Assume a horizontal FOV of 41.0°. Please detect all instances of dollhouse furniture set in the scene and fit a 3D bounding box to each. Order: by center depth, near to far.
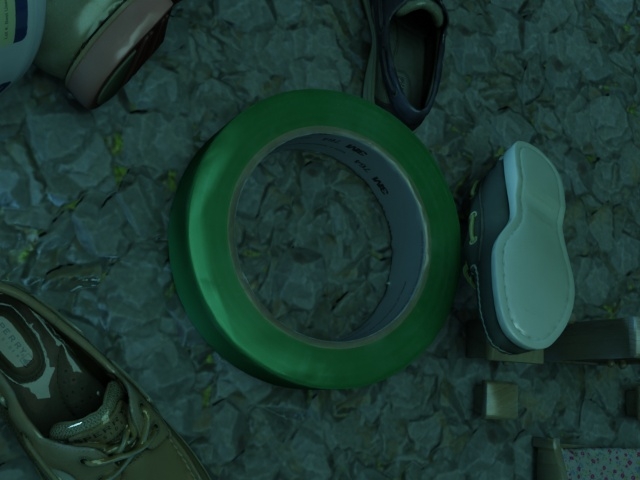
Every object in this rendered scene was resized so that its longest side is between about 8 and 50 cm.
[{"bbox_3d":[0.332,0.271,0.987,0.303,0.174,0.355,8,77,-24],"label":"dollhouse furniture set"}]

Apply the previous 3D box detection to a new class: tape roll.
[{"bbox_3d":[0.000,0.000,0.928,0.321,0.077,0.321,5,79,-24],"label":"tape roll"}]

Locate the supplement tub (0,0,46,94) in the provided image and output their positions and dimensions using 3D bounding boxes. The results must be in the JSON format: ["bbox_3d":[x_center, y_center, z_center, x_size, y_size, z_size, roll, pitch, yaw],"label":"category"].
[{"bbox_3d":[-0.392,-0.175,0.622,0.235,0.235,0.325,56,36,-7],"label":"supplement tub"}]

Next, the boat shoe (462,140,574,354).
[{"bbox_3d":[0.213,0.014,0.954,0.109,0.091,0.305,34,42,-17],"label":"boat shoe"}]

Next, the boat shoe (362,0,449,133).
[{"bbox_3d":[0.106,-0.262,1.013,0.103,0.092,0.285,10,78,-25],"label":"boat shoe"}]

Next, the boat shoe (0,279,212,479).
[{"bbox_3d":[-0.209,0.175,0.777,0.341,0.110,0.121,48,65,-11],"label":"boat shoe"}]

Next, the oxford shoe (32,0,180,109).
[{"bbox_3d":[-0.167,-0.323,0.872,0.147,0.140,0.397,37,65,-8],"label":"oxford shoe"}]
